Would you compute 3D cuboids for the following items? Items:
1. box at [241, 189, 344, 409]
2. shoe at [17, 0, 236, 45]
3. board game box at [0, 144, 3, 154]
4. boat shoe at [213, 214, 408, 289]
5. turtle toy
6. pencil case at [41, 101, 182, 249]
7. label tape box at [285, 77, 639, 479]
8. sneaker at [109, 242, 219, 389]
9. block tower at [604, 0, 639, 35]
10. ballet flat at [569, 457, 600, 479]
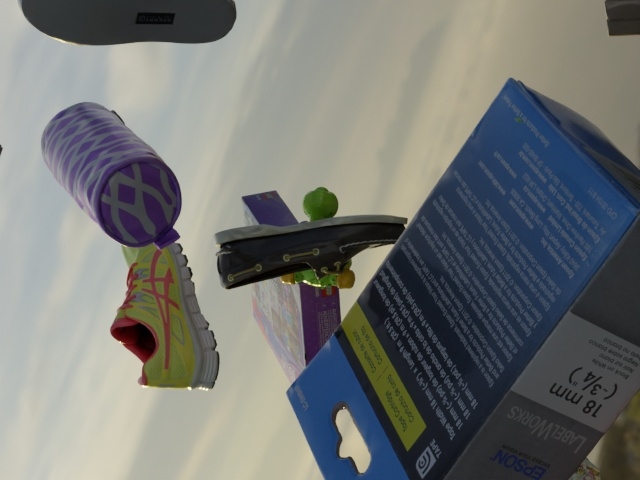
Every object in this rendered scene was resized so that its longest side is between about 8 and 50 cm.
[{"bbox_3d":[-0.038,0.080,2.126,0.293,0.057,0.201,-125,28,-59],"label":"box"},{"bbox_3d":[-0.158,-0.201,1.226,0.081,0.178,0.063,64,143,39],"label":"shoe"},{"bbox_3d":[-0.619,-0.158,2.270,0.053,0.193,0.305,-70,-15,5],"label":"board game box"},{"bbox_3d":[-0.009,0.012,1.799,0.081,0.228,0.068,33,-129,-78],"label":"boat shoe"},{"bbox_3d":[0.000,0.000,1.891,0.066,0.095,0.130,-59,-30,-58],"label":"turtle toy"},{"bbox_3d":[-0.189,-0.060,1.393,0.088,0.086,0.206,66,169,-27],"label":"pencil case"},{"bbox_3d":[0.131,0.073,1.208,0.333,0.106,0.240,-55,29,16],"label":"label tape box"},{"bbox_3d":[-0.179,0.068,1.619,0.081,0.094,0.208,108,145,-46],"label":"sneaker"},{"bbox_3d":[0.245,-0.299,1.146,0.097,0.091,0.335,-66,-32,-46],"label":"block tower"},{"bbox_3d":[0.330,0.318,2.041,0.241,0.077,0.091,-32,-48,-80],"label":"ballet flat"}]
